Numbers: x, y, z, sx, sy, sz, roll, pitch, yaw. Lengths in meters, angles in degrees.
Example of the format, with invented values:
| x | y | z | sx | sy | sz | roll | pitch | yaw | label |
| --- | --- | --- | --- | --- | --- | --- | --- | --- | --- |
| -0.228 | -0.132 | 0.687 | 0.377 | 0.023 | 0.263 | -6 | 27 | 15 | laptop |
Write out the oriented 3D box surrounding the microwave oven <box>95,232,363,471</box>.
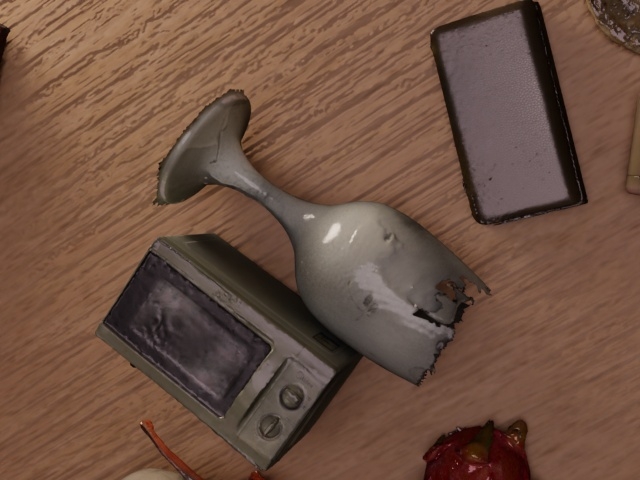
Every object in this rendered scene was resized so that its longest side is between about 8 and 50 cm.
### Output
| x | y | z | sx | sy | sz | roll | pitch | yaw | label |
| --- | --- | --- | --- | --- | --- | --- | --- | --- | --- |
| -0.082 | 0.101 | 0.873 | 0.205 | 0.163 | 0.129 | 37 | 99 | 11 | microwave oven |

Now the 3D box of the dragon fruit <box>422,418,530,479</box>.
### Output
| x | y | z | sx | sy | sz | roll | pitch | yaw | label |
| --- | --- | --- | --- | --- | --- | --- | --- | --- | --- |
| 0.146 | 0.236 | 0.870 | 0.126 | 0.068 | 0.112 | -20 | 87 | 15 | dragon fruit |

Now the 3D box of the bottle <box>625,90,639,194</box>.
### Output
| x | y | z | sx | sy | sz | roll | pitch | yaw | label |
| --- | --- | --- | --- | --- | --- | --- | --- | --- | --- |
| 0.304 | -0.088 | 0.834 | 0.045 | 0.045 | 0.096 | 9 | 96 | 14 | bottle |

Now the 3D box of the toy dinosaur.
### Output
| x | y | z | sx | sy | sz | roll | pitch | yaw | label |
| --- | --- | --- | --- | --- | --- | --- | --- | --- | --- |
| -0.064 | 0.262 | 0.907 | 0.279 | 0.101 | 0.055 | 35 | 88 | 0 | toy dinosaur |

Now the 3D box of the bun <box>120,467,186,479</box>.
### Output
| x | y | z | sx | sy | sz | roll | pitch | yaw | label |
| --- | --- | --- | --- | --- | --- | --- | --- | --- | --- |
| -0.146 | 0.282 | 0.934 | 0.138 | 0.094 | 0.138 | 19 | 129 | 24 | bun |

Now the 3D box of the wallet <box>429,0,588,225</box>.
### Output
| x | y | z | sx | sy | sz | roll | pitch | yaw | label |
| --- | --- | --- | --- | --- | --- | --- | --- | --- | --- |
| 0.176 | -0.118 | 0.871 | 0.110 | 0.031 | 0.198 | -14 | 88 | 15 | wallet |

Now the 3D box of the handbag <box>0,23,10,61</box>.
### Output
| x | y | z | sx | sy | sz | roll | pitch | yaw | label |
| --- | --- | --- | --- | --- | --- | --- | --- | --- | --- |
| -0.498 | -0.157 | 1.018 | 0.260 | 0.084 | 0.275 | 25 | 97 | 15 | handbag |

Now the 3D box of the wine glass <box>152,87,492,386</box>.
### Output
| x | y | z | sx | sy | sz | roll | pitch | yaw | label |
| --- | --- | --- | --- | --- | --- | --- | --- | --- | --- |
| 0.000 | 0.000 | 0.864 | 0.321 | 0.143 | 0.143 | 38 | 100 | 8 | wine glass |

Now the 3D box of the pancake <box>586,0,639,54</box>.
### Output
| x | y | z | sx | sy | sz | roll | pitch | yaw | label |
| --- | --- | --- | --- | --- | --- | --- | --- | --- | --- |
| 0.318 | -0.234 | 0.836 | 0.152 | 0.025 | 0.151 | 0 | 91 | 13 | pancake |
